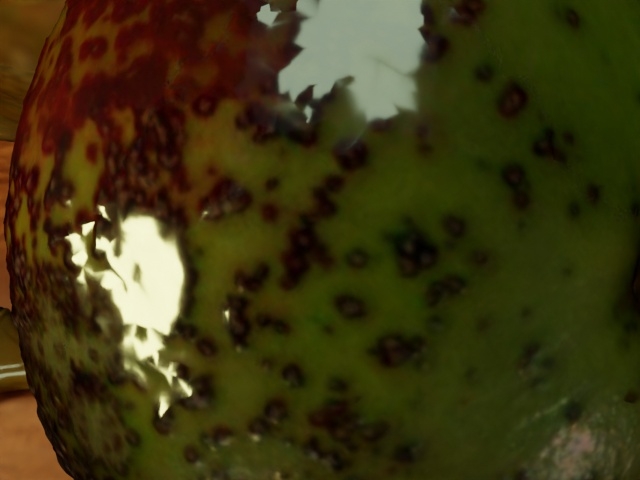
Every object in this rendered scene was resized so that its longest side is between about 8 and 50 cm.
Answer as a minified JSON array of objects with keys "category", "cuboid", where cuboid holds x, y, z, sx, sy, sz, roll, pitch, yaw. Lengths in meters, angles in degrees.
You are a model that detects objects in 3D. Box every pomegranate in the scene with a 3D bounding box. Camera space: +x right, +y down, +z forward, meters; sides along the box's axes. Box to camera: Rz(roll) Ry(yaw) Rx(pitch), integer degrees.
[{"category":"pomegranate","cuboid":[0.000,0.000,0.443,0.248,0.214,0.214,2,35,45]}]

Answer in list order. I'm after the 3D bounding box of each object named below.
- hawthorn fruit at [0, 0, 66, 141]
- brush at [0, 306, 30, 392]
[{"category":"hawthorn fruit","cuboid":[-0.039,-0.166,0.578,0.300,0.268,0.268,-16,42,-20]},{"category":"brush","cuboid":[-0.086,0.040,0.532,0.169,0.014,0.043,8,44,13]}]
